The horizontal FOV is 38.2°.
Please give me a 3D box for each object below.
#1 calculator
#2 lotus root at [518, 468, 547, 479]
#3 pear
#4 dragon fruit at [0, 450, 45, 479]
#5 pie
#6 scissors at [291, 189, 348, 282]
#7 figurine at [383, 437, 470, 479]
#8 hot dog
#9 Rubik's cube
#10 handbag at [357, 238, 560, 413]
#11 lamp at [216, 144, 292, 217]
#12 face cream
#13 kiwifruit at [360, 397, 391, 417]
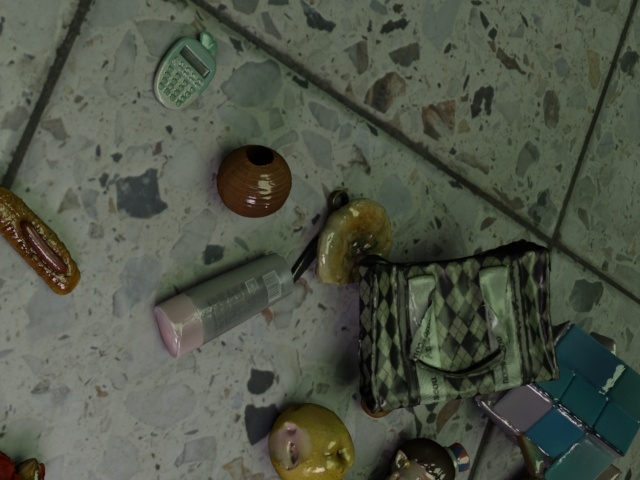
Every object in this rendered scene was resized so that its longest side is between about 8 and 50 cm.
[{"bbox_3d":[-0.231,-0.296,1.601,0.095,0.021,0.153,44,71,-36],"label":"calculator"},{"bbox_3d":[0.534,0.680,2.336,0.309,0.173,0.173,-25,113,-26],"label":"lotus root"},{"bbox_3d":[-0.015,0.407,1.814,0.178,0.178,0.178,-8,103,-39],"label":"pear"},{"bbox_3d":[-0.509,0.386,1.446,0.192,0.092,0.122,27,81,-40],"label":"dragon fruit"},{"bbox_3d":[0.071,0.002,1.870,0.218,0.052,0.185,-7,110,-44],"label":"pie"},{"bbox_3d":[0.000,0.000,1.850,0.220,0.017,0.088,-54,130,-19],"label":"scissors"},{"bbox_3d":[0.211,0.532,2.028,0.275,0.158,0.161,-43,131,-25],"label":"figurine"},{"bbox_3d":[-0.449,0.000,1.457,0.066,0.047,0.215,-48,125,-26],"label":"hot dog"},{"bbox_3d":[0.572,0.379,2.175,0.387,0.368,0.358,41,81,9],"label":"Rubik's cube"},{"bbox_3d":[0.275,0.162,1.894,0.416,0.180,0.316,-9,103,-13],"label":"handbag"},{"bbox_3d":[-0.119,-0.105,1.656,0.136,0.136,0.136,-8,103,-39],"label":"lamp"},{"bbox_3d":[-0.173,0.111,1.689,0.269,0.073,0.107,-28,110,-33],"label":"face cream"},{"bbox_3d":[0.138,0.329,1.986,0.124,0.075,0.075,-43,122,-31],"label":"kiwifruit"}]
